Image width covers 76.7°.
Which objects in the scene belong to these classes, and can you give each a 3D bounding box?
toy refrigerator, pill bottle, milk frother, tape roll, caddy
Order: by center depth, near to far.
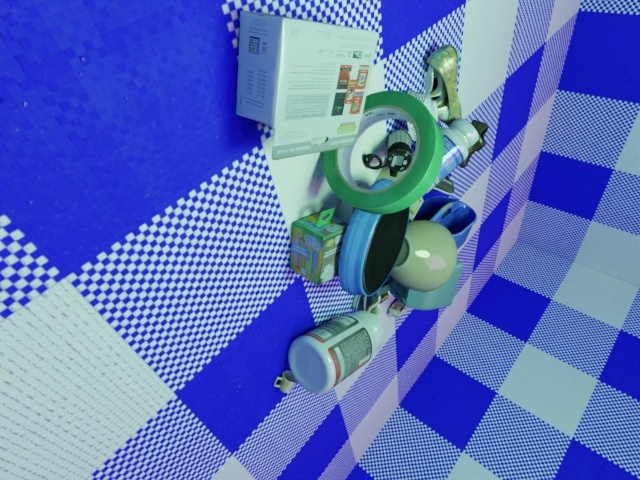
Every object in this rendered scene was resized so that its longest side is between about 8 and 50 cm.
[{"bbox_3d":[0.161,-0.233,1.084,0.077,0.321,0.321,15,100,-57],"label":"tape roll"},{"bbox_3d":[0.224,-0.295,1.344,0.129,0.143,0.134,-56,-165,39],"label":"milk frother"},{"bbox_3d":[0.442,-0.316,1.491,0.272,0.152,0.152,-42,147,6],"label":"pill bottle"},{"bbox_3d":[0.072,0.399,1.514,0.363,0.210,0.210,-15,125,-48],"label":"pill bottle"},{"bbox_3d":[0.304,-0.179,1.524,0.102,0.094,0.269,-59,147,-6],"label":"toy refrigerator"},{"bbox_3d":[0.530,-0.080,1.770,0.341,0.241,0.179,-32,141,-39],"label":"caddy"}]

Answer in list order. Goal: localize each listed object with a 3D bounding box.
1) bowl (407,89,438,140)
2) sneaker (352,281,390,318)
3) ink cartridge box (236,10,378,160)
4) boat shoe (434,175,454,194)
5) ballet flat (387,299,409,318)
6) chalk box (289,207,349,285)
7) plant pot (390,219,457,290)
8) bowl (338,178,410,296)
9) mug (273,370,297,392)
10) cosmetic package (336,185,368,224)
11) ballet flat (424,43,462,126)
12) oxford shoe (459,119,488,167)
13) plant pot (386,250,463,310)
[{"bbox_3d":[0.349,-0.426,1.363,0.170,0.080,0.170,3,86,-63],"label":"bowl"},{"bbox_3d":[0.223,0.172,1.637,0.126,0.127,0.321,-24,129,-43],"label":"sneaker"},{"bbox_3d":[-0.030,-0.347,0.920,0.309,0.130,0.271,-22,131,-45],"label":"ink cartridge box"},{"bbox_3d":[0.495,-0.263,1.710,0.335,0.112,0.095,1,116,-50],"label":"boat shoe"},{"bbox_3d":[0.436,0.315,2.069,0.241,0.077,0.091,-42,141,-29],"label":"ballet flat"},{"bbox_3d":[0.000,0.000,1.208,0.132,0.132,0.213,-22,129,-43],"label":"chalk box"},{"bbox_3d":[0.343,0.050,1.539,0.191,0.284,0.284,9,106,-43],"label":"plant pot"},{"bbox_3d":[0.187,0.000,1.308,0.391,0.077,0.391,-43,144,-43],"label":"bowl"},{"bbox_3d":[-0.128,0.518,1.480,0.064,0.078,0.062,-63,180,17],"label":"mug"},{"bbox_3d":[0.099,-0.062,1.359,0.099,0.060,0.239,-12,122,-52],"label":"cosmetic package"},{"bbox_3d":[0.434,-0.526,1.455,0.123,0.123,0.348,-51,146,-17],"label":"ballet flat"},{"bbox_3d":[0.719,-0.444,1.899,0.083,0.096,0.227,-7,120,-54],"label":"oxford shoe"},{"bbox_3d":[0.446,0.173,1.844,0.252,0.247,0.247,-15,126,-28],"label":"plant pot"}]
